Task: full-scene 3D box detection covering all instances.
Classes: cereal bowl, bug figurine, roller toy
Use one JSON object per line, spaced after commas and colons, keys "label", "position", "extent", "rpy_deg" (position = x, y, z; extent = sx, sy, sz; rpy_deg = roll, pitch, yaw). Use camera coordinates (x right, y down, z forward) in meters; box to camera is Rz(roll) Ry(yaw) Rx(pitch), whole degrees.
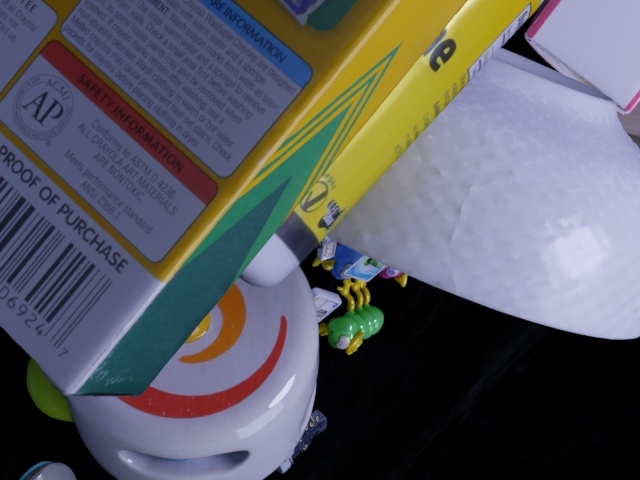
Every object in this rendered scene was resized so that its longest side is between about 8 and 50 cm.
{"label": "cereal bowl", "position": [0.108, -0.066, 1.034], "extent": [0.339, 0.339, 0.141], "rpy_deg": [-7, 121, -65]}
{"label": "bug figurine", "position": [0.027, 0.068, 1.534], "extent": [0.216, 0.072, 0.279], "rpy_deg": [-27, 153, -50]}
{"label": "roller toy", "position": [-0.094, 0.081, 1.060], "extent": [0.209, 0.191, 0.146], "rpy_deg": [-42, 161, -20]}

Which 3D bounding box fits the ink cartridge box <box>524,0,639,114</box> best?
{"label": "ink cartridge box", "position": [0.293, -0.244, 1.307], "extent": [0.207, 0.117, 0.283], "rpy_deg": [-54, 180, 17]}

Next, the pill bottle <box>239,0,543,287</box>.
{"label": "pill bottle", "position": [0.014, -0.150, 0.828], "extent": [0.334, 0.188, 0.188], "rpy_deg": [-48, 163, -4]}

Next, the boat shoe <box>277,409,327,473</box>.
{"label": "boat shoe", "position": [-0.038, 0.220, 1.733], "extent": [0.083, 0.065, 0.183], "rpy_deg": [-47, 169, -14]}

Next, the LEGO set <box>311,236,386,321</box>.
{"label": "LEGO set", "position": [0.000, 0.000, 1.333], "extent": [0.244, 0.060, 0.182], "rpy_deg": [-40, 152, 18]}

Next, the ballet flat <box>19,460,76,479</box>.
{"label": "ballet flat", "position": [-0.240, 0.271, 1.329], "extent": [0.072, 0.068, 0.213], "rpy_deg": [-39, 160, -29]}

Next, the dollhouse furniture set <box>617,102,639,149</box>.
{"label": "dollhouse furniture set", "position": [0.392, -0.232, 1.741], "extent": [0.212, 0.161, 0.242], "rpy_deg": [47, 63, -73]}

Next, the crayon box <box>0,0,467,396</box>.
{"label": "crayon box", "position": [-0.069, -0.112, 0.681], "extent": [0.323, 0.203, 0.083], "rpy_deg": [-50, 163, 6]}
